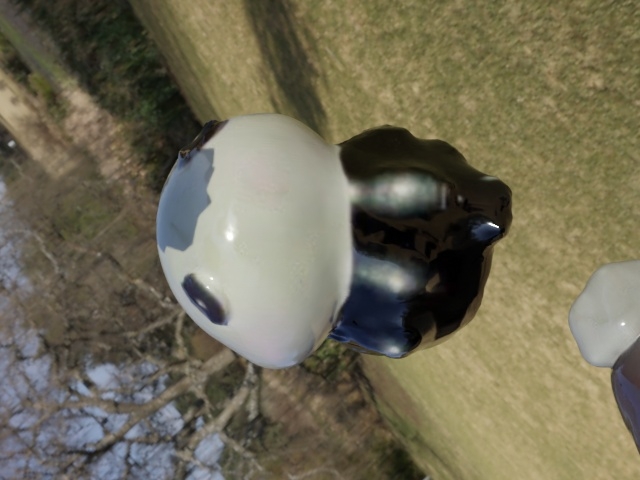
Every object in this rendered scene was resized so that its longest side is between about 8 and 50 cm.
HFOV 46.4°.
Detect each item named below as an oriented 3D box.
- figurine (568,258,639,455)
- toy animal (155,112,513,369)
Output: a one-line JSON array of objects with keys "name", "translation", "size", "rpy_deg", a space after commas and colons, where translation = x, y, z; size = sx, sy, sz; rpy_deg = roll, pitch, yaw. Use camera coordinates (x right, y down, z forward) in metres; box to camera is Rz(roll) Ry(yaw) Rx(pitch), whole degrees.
[{"name": "figurine", "translation": [0.373, 0.155, 0.558], "size": [0.365, 0.218, 0.206], "rpy_deg": [46, -155, -26]}, {"name": "toy animal", "translation": [-0.004, 0.002, 0.631], "size": [0.266, 0.213, 0.212], "rpy_deg": [3, 180, -13]}]
